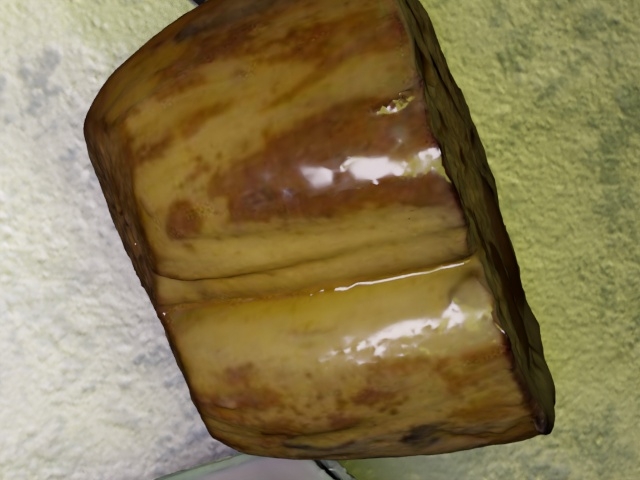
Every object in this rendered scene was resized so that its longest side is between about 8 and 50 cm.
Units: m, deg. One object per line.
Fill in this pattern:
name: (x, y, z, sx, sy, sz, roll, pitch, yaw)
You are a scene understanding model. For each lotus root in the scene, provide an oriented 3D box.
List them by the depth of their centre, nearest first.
lotus root: (0.000, 0.000, 0.870, 0.250, 0.316, 0.316, -18, 94, 1)

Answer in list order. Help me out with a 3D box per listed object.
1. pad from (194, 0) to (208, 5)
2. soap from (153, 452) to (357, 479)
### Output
pad: (-0.094, -0.299, 1.001, 0.174, 0.022, 0.233, 30, 83, -14)
soap: (-0.129, 0.322, 0.871, 0.446, 0.156, 0.261, -33, 122, -13)
